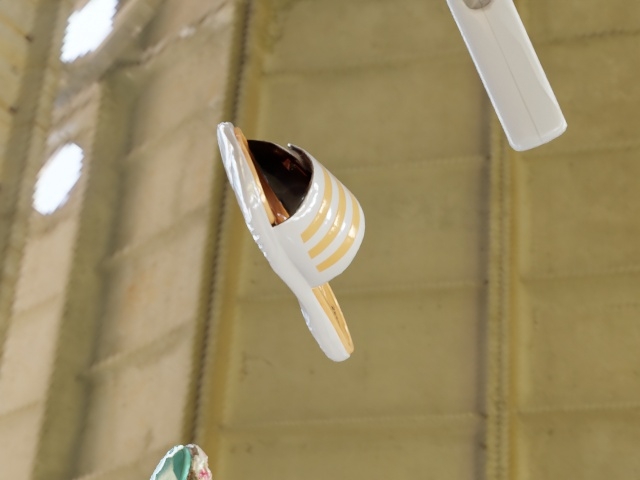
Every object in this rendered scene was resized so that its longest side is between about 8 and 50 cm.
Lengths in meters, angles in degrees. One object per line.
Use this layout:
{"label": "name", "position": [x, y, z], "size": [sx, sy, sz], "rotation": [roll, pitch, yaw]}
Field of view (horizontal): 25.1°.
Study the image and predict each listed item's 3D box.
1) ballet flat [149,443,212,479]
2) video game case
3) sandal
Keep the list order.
{"label": "ballet flat", "position": [-0.129, 0.273, 1.079], "size": [0.091, 0.077, 0.241], "rotation": [-1, -120, 61]}
{"label": "video game case", "position": [0.068, -0.212, 0.883], "size": [0.036, 0.300, 0.329], "rotation": [-24, -173, 8]}
{"label": "sandal", "position": [-0.003, -0.007, 1.074], "size": [0.076, 0.265, 0.102], "rotation": [-24, -129, 4]}
